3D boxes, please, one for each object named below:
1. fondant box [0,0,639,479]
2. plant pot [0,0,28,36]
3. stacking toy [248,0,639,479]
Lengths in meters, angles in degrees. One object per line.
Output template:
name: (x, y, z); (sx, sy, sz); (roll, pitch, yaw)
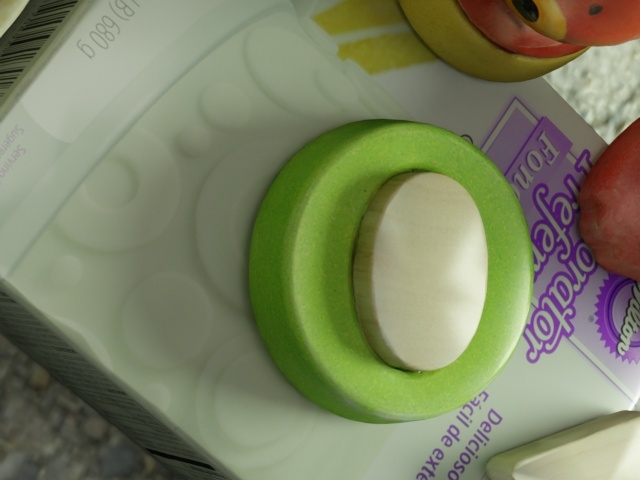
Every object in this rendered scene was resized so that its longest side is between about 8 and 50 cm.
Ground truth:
fondant box: (0.000, 0.000, 0.897); (0.330, 0.096, 0.238); (43, 71, -23)
plant pot: (-0.221, -0.160, 0.610); (0.334, 0.305, 0.334); (-9, 111, -24)
stacking toy: (0.137, -0.013, 0.845); (0.309, 0.130, 0.279); (40, 71, -23)
